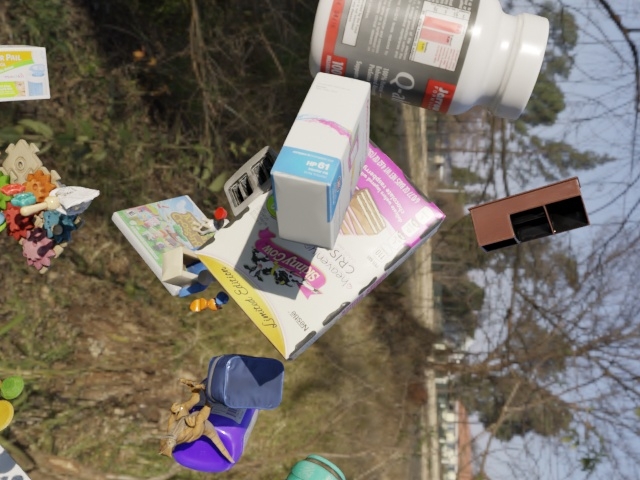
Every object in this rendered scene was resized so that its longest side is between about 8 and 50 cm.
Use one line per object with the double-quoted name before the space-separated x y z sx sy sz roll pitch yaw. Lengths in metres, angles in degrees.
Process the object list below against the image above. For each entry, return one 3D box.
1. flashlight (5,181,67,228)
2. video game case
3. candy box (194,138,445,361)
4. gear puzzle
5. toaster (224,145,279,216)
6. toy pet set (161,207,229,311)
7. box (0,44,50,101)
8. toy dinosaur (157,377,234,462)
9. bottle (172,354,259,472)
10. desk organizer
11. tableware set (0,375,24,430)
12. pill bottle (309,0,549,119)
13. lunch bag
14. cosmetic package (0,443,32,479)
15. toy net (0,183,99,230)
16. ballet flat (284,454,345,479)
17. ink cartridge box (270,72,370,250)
"flashlight" -0.751 -0.077 1.569 0.304 0.103 0.103 -24 122 -53
"video game case" -0.282 0.003 1.334 0.193 0.212 0.023 -21 153 -50
"candy box" 0.000 0.000 0.743 0.233 0.159 0.071 -42 169 -6
"gear puzzle" -0.620 -0.107 1.340 0.175 0.339 0.044 -46 165 18
"toaster" -0.131 -0.122 1.610 0.110 0.168 0.186 42 14 -39
"toy pet set" -0.137 0.038 0.818 0.065 0.114 0.122 26 54 -49
"box" -0.701 -0.357 1.408 0.203 0.103 0.114 -17 117 -43
"toy dinosaur" -0.174 0.251 0.905 0.211 0.064 0.112 37 62 -69
"bottle" -0.165 0.287 1.149 0.283 0.118 0.092 -67 163 -74
"desk organizer" 0.249 -0.029 0.788 0.047 0.130 0.050 24 53 -62
"tableware set" -0.509 0.275 0.992 0.024 0.104 0.154 73 22 -58
"pill bottle" 0.178 -0.332 1.117 0.210 0.363 0.210 15 90 -85
"lunch bag" -0.097 0.184 0.863 0.065 0.098 0.067 -8 -109 55
"cosmetic package" -0.782 0.641 1.416 0.329 0.327 0.394 -38 151 -35
"toy net" -0.510 -0.063 1.179 0.122 0.232 0.045 -111 -163 -59
"ballet flat" -0.009 0.319 0.695 0.087 0.083 0.247 -49 147 -34
"ink cartridge box" 0.004 -0.068 0.564 0.088 0.052 0.122 87 19 -54
